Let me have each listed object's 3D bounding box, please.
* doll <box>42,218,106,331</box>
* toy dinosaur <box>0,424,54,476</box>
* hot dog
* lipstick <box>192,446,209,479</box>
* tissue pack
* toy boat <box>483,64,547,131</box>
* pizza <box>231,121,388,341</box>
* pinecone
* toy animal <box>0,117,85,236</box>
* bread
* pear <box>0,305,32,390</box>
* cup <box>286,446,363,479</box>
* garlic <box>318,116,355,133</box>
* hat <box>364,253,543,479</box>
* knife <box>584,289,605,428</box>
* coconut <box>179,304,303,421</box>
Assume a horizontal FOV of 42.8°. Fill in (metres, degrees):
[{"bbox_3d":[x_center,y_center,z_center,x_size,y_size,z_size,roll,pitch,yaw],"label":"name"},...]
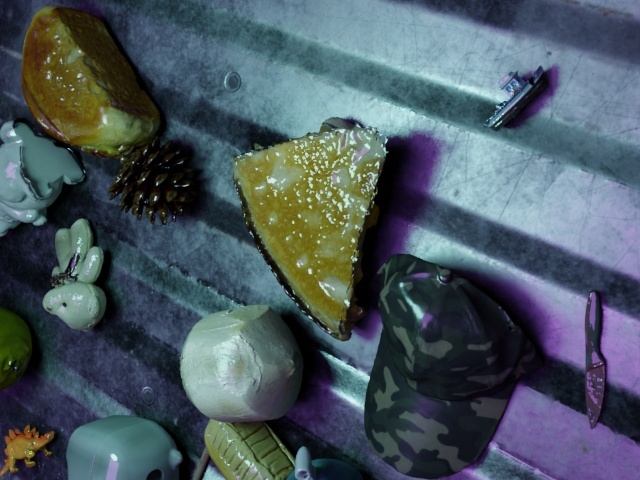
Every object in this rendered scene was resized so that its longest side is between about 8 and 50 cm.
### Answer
[{"bbox_3d":[-0.627,0.087,2.054,0.175,0.150,0.278,131,130,-60],"label":"doll"},{"bbox_3d":[-0.831,0.573,2.253,0.288,0.070,0.117,-33,65,26],"label":"toy dinosaur"},{"bbox_3d":[-0.567,-0.352,1.945,0.223,0.185,0.405,-42,72,26],"label":"hot dog"},{"bbox_3d":[-0.279,0.527,1.923,0.019,0.019,0.094,31,109,27],"label":"lipstick"},{"bbox_3d":[-0.459,0.594,1.917,0.236,0.229,0.332,9,98,34],"label":"tissue pack"},{"bbox_3d":[0.339,-0.258,1.445,0.066,0.059,0.140,47,115,2],"label":"toy boat"},{"bbox_3d":[-0.040,-0.058,1.654,0.392,0.080,0.434,25,112,35],"label":"pizza"},{"bbox_3d":[-0.373,-0.127,1.845,0.208,0.208,0.207,3,95,33],"label":"pinecone"},{"bbox_3d":[-0.793,-0.148,2.119,0.357,0.194,0.257,-20,93,40],"label":"toy animal"},{"bbox_3d":[-0.152,0.467,1.766,0.236,0.140,0.106,45,118,27],"label":"bread"},{"bbox_3d":[-0.913,0.288,2.168,0.321,0.269,0.268,19,103,39],"label":"pear"},{"bbox_3d":[0.010,0.550,1.615,0.168,0.173,0.299,-17,116,7],"label":"cup"},{"bbox_3d":[0.054,-0.192,1.639,0.152,0.066,0.084,50,145,22],"label":"garlic"},{"bbox_3d":[0.187,0.247,1.507,0.366,0.257,0.381,22,86,32],"label":"hat"},{"bbox_3d":[0.478,0.208,1.419,0.036,0.018,0.247,1,97,29],"label":"knife"},{"bbox_3d":[-0.153,0.256,1.699,0.248,0.245,0.244,-14,86,29],"label":"coconut"}]
